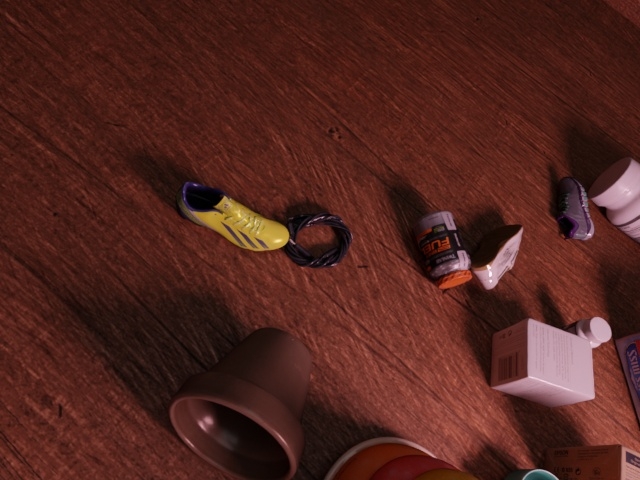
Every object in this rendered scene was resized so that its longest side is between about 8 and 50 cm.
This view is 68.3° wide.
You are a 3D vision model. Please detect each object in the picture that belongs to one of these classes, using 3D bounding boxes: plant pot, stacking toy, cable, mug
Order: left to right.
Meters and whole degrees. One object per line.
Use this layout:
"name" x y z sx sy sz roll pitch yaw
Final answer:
"plant pot" -0.127 0.304 0.934 0.262 0.263 0.229 32 40 -1
"cable" 0.000 0.000 1.217 0.184 0.047 0.151 2 64 -18
"stacking toy" 0.201 0.501 0.781 0.350 0.480 0.351 7 63 -14
"mug" 0.460 0.571 1.053 0.129 0.097 0.158 -34 78 -28

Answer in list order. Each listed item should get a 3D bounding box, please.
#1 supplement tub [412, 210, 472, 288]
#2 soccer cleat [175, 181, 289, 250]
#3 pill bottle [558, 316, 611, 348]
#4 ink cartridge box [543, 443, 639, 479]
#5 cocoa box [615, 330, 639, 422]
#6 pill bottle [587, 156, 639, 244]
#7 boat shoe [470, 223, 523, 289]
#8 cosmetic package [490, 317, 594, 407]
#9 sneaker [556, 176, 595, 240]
"supplement tub" 0.331 0.026 1.272 0.116 0.117 0.191 -7 66 -21
"soccer cleat" -0.209 -0.056 1.132 0.288 0.121 0.094 22 59 -7
"pill bottle" 0.699 0.256 1.266 0.078 0.137 0.078 8 62 -15
"ink cartridge box" 0.658 0.538 1.054 0.193 0.235 0.088 25 60 -6
"cocoa box" 0.994 0.403 1.236 0.231 0.228 0.348 6 63 -15
"pill bottle" 1.078 -0.092 1.523 0.362 0.210 0.210 39 59 3
"boat shoe" 0.508 0.044 1.345 0.277 0.098 0.096 -37 109 -38
"cosmetic package" 0.551 0.310 1.182 0.183 0.151 0.152 20 60 -9
"sneaker" 0.799 -0.108 1.516 0.098 0.083 0.224 -2 66 -14
